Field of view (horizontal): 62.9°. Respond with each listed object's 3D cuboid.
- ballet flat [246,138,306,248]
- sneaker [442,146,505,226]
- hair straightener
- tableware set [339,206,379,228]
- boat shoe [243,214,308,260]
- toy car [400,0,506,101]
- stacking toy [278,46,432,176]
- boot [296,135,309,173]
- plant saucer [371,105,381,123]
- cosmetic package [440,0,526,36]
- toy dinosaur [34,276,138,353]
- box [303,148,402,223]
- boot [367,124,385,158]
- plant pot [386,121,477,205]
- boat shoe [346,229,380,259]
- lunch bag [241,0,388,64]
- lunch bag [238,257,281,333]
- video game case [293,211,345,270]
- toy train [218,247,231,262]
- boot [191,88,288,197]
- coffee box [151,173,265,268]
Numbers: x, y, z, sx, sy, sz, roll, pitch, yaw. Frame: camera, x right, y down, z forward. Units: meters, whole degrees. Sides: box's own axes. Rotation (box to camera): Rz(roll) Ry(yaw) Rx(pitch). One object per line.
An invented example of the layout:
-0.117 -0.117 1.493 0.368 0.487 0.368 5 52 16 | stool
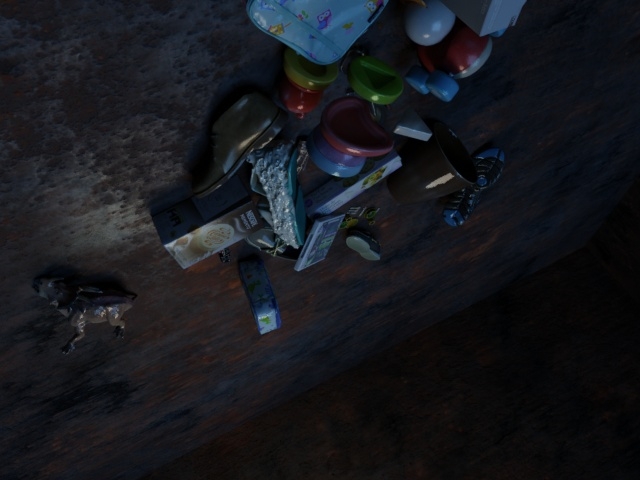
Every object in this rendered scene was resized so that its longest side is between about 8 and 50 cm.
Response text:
-0.114 -0.126 1.398 0.147 0.147 0.409 -25 149 -13 | ballet flat
0.566 -0.213 1.937 0.139 0.125 0.341 -41 164 -51 | sneaker
0.105 -0.378 1.275 0.089 0.047 0.230 -33 151 3 | hair straightener
0.135 -0.073 1.802 0.154 0.024 0.104 -2 140 -43 | tableware set
-0.127 0.000 1.594 0.109 0.091 0.305 -44 149 20 | boat shoe
0.252 -0.480 1.173 0.238 0.210 0.219 34 100 -28 | toy car
0.062 -0.271 1.139 0.279 0.309 0.130 -8 151 -30 | stacking toy
-0.027 -0.227 1.395 0.106 0.037 0.114 -1 138 -23 | boot
0.132 -0.326 1.416 0.083 0.015 0.083 -24 150 -15 | plant saucer
0.295 -0.528 1.028 0.107 0.238 0.127 -22 149 -18 | cosmetic package
-0.595 0.172 1.395 0.295 0.127 0.200 -7 136 -46 | toy dinosaur
0.091 -0.172 1.564 0.324 0.067 0.063 -33 152 4 | box
0.109 -0.238 1.484 0.198 0.077 0.137 -26 167 13 | boot
0.324 -0.210 1.615 0.230 0.215 0.215 -33 155 33 | plant pot
0.158 0.005 1.903 0.081 0.069 0.228 1 159 28 | boat shoe
-0.010 -0.459 0.979 0.224 0.108 0.279 -46 148 23 | lunch bag
-0.194 0.177 1.674 0.090 0.219 0.176 -17 148 -13 | lunch bag
0.000 0.000 1.614 0.190 0.022 0.173 -22 141 -63 | video game case
-0.290 0.021 1.541 0.036 0.027 0.158 -13 148 -10 | toy train
-0.216 -0.221 1.197 0.115 0.112 0.305 36 117 -27 | boot
-0.287 -0.047 1.362 0.246 0.098 0.141 -28 151 -6 | coffee box
